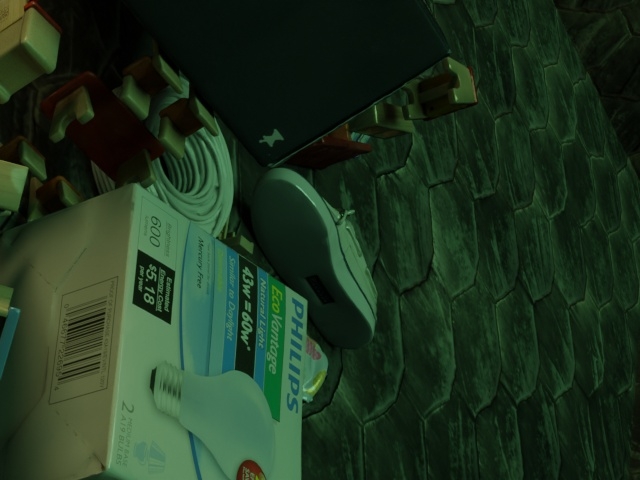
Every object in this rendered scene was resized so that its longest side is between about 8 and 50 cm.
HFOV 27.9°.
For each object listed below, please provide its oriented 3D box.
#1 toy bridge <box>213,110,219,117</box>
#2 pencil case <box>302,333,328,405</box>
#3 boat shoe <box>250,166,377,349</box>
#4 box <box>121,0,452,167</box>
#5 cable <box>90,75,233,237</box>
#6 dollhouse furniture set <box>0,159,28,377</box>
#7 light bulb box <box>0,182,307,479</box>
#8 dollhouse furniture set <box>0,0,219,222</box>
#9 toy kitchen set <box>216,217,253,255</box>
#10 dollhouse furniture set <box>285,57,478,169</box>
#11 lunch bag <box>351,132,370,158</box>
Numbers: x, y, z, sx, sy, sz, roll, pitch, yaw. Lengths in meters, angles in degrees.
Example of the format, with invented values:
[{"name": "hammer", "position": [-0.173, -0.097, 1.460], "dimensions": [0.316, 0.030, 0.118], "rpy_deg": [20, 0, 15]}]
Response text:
[{"name": "toy bridge", "position": [-0.169, -0.219, 2.029], "dimensions": [0.063, 0.026, 0.188], "rpy_deg": [40, 43, -44]}, {"name": "pencil case", "position": [-0.100, 0.133, 1.876], "dimensions": [0.273, 0.113, 0.124], "rpy_deg": [52, 26, -33]}, {"name": "boat shoe", "position": [0.008, -0.001, 2.118], "dimensions": [0.367, 0.135, 0.156], "rpy_deg": [58, 32, -31]}, {"name": "box", "position": [-0.117, -0.437, 1.615], "dimensions": [0.480, 0.297, 0.472], "rpy_deg": [50, 16, -38]}, {"name": "cable", "position": [-0.219, -0.108, 1.821], "dimensions": [0.257, 0.089, 0.257], "rpy_deg": [62, 30, -19]}, {"name": "dollhouse furniture set", "position": [-0.458, 0.045, 1.332], "dimensions": [0.286, 0.198, 0.303], "rpy_deg": [15, 85, -15]}, {"name": "light bulb box", "position": [-0.204, 0.185, 1.552], "dimensions": [0.361, 0.225, 0.358], "rpy_deg": [36, 46, -47]}, {"name": "dollhouse furniture set", "position": [-0.294, -0.168, 1.544], "dimensions": [0.259, 0.262, 0.135], "rpy_deg": [49, 18, -37]}, {"name": "toy kitchen set", "position": [-0.127, -0.008, 1.941], "dimensions": [0.068, 0.075, 0.083], "rpy_deg": [41, 46, -46]}, {"name": "dollhouse furniture set", "position": [0.087, -0.263, 2.149], "dimensions": [0.152, 0.374, 0.201], "rpy_deg": [5, 73, -56]}, {"name": "lunch bag", "position": [0.051, -0.229, 2.351], "dimensions": [0.129, 0.096, 0.151], "rpy_deg": [6, 88, -72]}]
